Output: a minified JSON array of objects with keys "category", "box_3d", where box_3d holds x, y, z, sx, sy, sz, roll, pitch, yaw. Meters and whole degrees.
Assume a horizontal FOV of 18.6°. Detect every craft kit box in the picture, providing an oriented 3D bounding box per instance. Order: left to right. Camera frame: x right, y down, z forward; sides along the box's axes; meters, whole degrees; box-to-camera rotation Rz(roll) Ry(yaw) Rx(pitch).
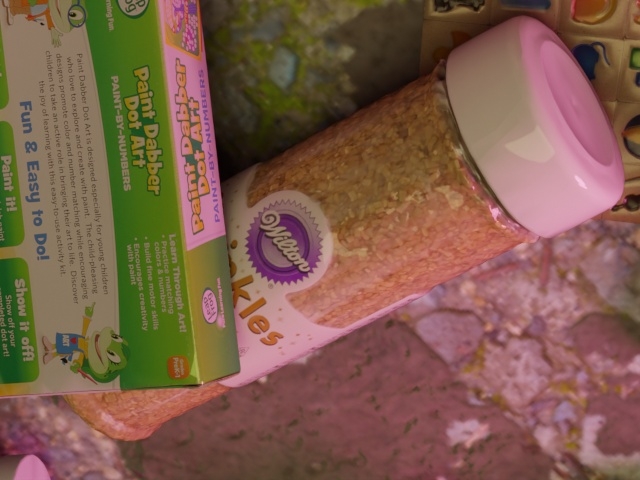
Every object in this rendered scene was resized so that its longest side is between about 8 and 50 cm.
[{"category":"craft kit box","box_3d":[-0.178,-0.034,1.138,0.247,0.061,0.250,-5,93,28]}]

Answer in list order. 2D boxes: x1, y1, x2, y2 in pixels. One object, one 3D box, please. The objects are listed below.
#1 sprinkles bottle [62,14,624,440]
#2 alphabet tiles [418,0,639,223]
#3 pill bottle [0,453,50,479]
[{"category":"sprinkles bottle","box_3d":[0.000,0.000,1.156,0.355,0.121,0.121,-28,109,24]},{"category":"alphabet tiles","box_3d":[0.158,-0.120,1.138,0.198,0.009,0.237,6,118,6]},{"category":"pill bottle","box_3d":[-0.278,0.189,1.316,0.184,0.103,0.103,-7,115,14]}]
